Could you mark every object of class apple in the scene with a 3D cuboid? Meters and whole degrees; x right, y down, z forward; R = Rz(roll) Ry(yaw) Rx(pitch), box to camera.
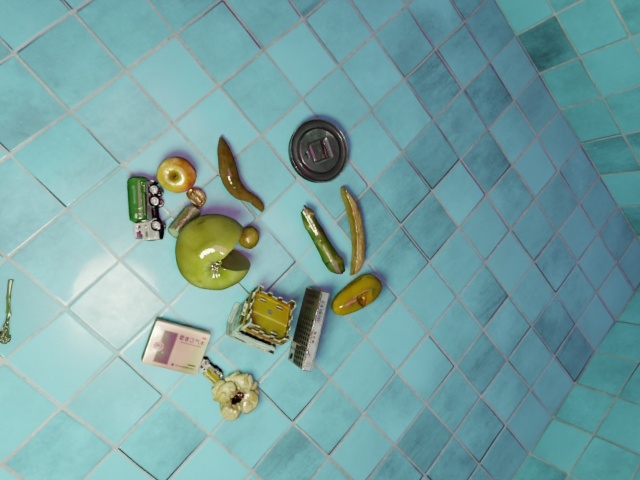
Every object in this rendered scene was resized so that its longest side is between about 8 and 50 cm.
[{"bbox_3d":[-0.398,0.047,1.685,0.291,0.254,0.292,-5,113,-13],"label":"apple"},{"bbox_3d":[-0.544,-0.250,1.707,0.146,0.146,0.147,0,91,-23],"label":"apple"}]

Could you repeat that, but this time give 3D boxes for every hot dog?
[{"bbox_3d":[-0.490,-0.172,1.774,0.083,0.035,0.058,43,78,-17],"label":"hot dog"}]

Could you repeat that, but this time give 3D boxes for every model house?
[{"bbox_3d":[-0.231,0.327,1.793,0.224,0.215,0.199,27,48,-22],"label":"model house"}]

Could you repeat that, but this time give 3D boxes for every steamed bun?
[{"bbox_3d":[-0.325,0.622,1.795,0.192,0.106,0.178,-24,117,-29],"label":"steamed bun"}]

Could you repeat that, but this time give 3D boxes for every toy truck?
[{"bbox_3d":[-0.440,0.522,1.793,0.063,0.052,0.123,-45,108,-10],"label":"toy truck"},{"bbox_3d":[-0.650,-0.118,1.671,0.124,0.101,0.243,-5,90,-10],"label":"toy truck"}]

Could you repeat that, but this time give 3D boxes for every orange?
[{"bbox_3d":[-0.291,-0.013,1.836,0.085,0.085,0.095,26,83,-21],"label":"orange"}]

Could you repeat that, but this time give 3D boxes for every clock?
[{"bbox_3d":[-0.010,-0.388,1.966,0.280,0.055,0.281,0,91,-23],"label":"clock"}]

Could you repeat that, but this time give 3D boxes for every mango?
[{"bbox_3d":[0.159,0.246,1.995,0.261,0.167,0.130,-32,88,-16],"label":"mango"}]

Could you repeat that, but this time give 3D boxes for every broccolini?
[{"bbox_3d":[-1.064,0.243,1.532,0.044,0.042,0.218,8,86,-24],"label":"broccolini"}]

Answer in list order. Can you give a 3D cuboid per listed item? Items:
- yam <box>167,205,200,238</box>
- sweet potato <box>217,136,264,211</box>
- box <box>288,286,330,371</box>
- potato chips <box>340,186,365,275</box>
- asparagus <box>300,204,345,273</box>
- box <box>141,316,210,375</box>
[{"bbox_3d":[-0.530,-0.076,1.743,0.069,0.069,0.147,39,77,-19],"label":"yam"},{"bbox_3d":[-0.343,-0.248,1.815,0.108,0.079,0.346,-39,108,-31],"label":"sweet potato"},{"bbox_3d":[-0.051,0.366,1.887,0.047,0.180,0.325,17,84,-23],"label":"box"},{"bbox_3d":[0.153,-0.045,2.037,0.080,0.057,0.408,-9,94,-26],"label":"potato chips"},{"bbox_3d":[0.001,-0.001,1.962,0.082,0.085,0.343,-32,97,-8],"label":"asparagus"},{"bbox_3d":[-0.554,0.404,1.722,0.211,0.095,0.168,21,80,-22],"label":"box"}]
